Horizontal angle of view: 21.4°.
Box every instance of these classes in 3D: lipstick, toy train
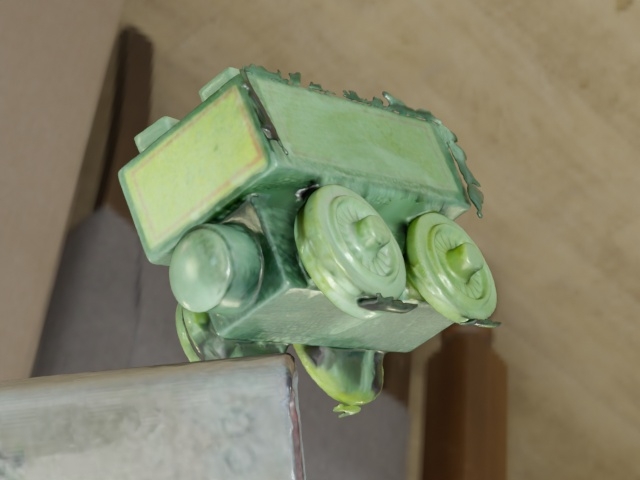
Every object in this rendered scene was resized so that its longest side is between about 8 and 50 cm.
[{"bbox_3d":[-0.129,0.085,0.506,0.252,0.079,0.077,-7,174,0],"label":"lipstick"},{"bbox_3d":[0.000,0.000,1.140,0.159,0.188,0.271,-36,154,31],"label":"toy train"}]
